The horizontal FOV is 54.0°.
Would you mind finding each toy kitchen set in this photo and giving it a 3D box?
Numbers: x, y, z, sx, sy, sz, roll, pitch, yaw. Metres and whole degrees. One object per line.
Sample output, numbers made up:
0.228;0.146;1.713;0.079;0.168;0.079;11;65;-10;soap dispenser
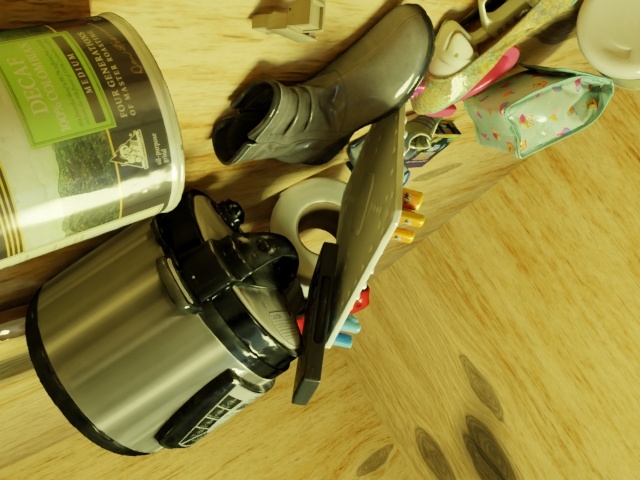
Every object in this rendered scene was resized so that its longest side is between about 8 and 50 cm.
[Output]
-0.028;-0.286;0.761;0.083;0.075;0.068;7;-175;31;toy kitchen set

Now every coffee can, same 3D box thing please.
-0.290;-0.076;0.550;0.275;0.201;0.201;-24;165;-32;coffee can

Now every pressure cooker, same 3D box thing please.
-0.228;0.118;1.079;0.420;0.370;0.375;-33;123;5;pressure cooker

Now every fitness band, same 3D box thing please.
0.296;-0.338;1.282;0.209;0.054;0.291;-40;166;32;fitness band

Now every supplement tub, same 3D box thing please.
0.713;-0.459;1.388;0.235;0.235;0.325;-39;166;29;supplement tub

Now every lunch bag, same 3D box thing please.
0.501;-0.318;1.440;0.262;0.160;0.223;-29;-159;-1;lunch bag
0.124;-0.155;1.396;0.096;0.128;0.151;-33;170;-4;lunch bag

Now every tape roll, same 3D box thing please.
0.000;0.000;1.430;0.246;0.246;0.169;-28;166;-17;tape roll

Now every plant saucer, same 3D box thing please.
-0.548;0.147;1.128;0.169;0.029;0.168;-20;171;-3;plant saucer

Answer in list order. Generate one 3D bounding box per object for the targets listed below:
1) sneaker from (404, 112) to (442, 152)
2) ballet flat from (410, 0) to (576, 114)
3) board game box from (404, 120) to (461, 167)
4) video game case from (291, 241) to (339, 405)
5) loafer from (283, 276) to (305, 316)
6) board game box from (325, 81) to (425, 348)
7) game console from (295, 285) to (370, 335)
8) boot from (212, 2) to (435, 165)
0.221;-0.240;1.398;0.192;0.086;0.064;-22;164;-38;sneaker
0.273;-0.357;1.062;0.349;0.123;0.123;-36;167;22;ballet flat
0.260;-0.240;1.578;0.141;0.048;0.170;-41;164;32;board game box
-0.011;0.167;1.188;0.035;0.248;0.275;10;157;-3;video game case
-0.104;0.190;1.294;0.094;0.087;0.251;12;-123;45;loafer
0.095;-0.060;1.108;0.050;0.390;0.390;14;140;-7;board game box
-0.094;0.123;1.580;0.387;0.342;0.060;-15;118;-53;game console
0.002;-0.216;0.928;0.223;0.118;0.338;-8;150;-49;boot
